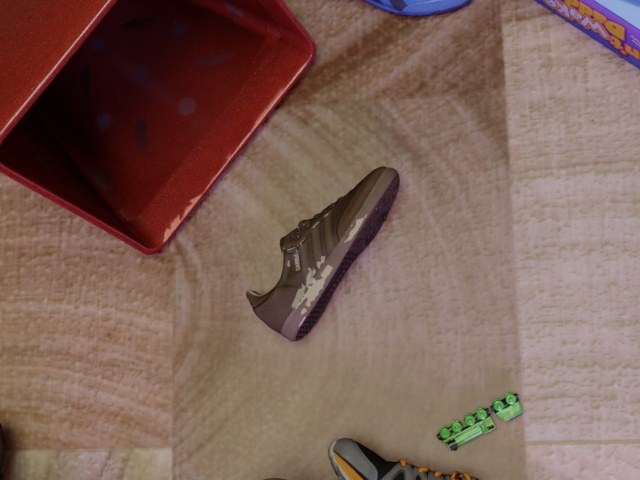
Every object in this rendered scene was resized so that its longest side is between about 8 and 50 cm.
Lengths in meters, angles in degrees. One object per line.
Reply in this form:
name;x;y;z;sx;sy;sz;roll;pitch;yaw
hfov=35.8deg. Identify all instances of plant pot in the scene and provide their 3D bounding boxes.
plant pot;-0.209;-0.187;0.919;0.236;0.267;0.267;37;88;27

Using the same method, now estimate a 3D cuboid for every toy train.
toy train;0.145;0.164;0.895;0.083;0.017;0.024;-29;86;5

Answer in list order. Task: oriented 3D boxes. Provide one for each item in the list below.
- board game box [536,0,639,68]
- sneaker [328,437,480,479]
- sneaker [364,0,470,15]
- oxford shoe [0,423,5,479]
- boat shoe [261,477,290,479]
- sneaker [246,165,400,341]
board game box;0.332;-0.283;0.909;0.347;0.078;0.233;39;89;15
sneaker;0.102;0.233;0.865;0.215;0.084;0.083;33;74;11
sneaker;0.052;-0.274;0.955;0.209;0.082;0.069;17;80;4
oxford shoe;-0.411;0.211;0.974;0.227;0.083;0.096;-6;59;10
boat shoe;0.054;0.310;0.811;0.324;0.120;0.122;28;44;15
sneaker;0.000;0.000;0.928;0.071;0.066;0.188;33;87;16
